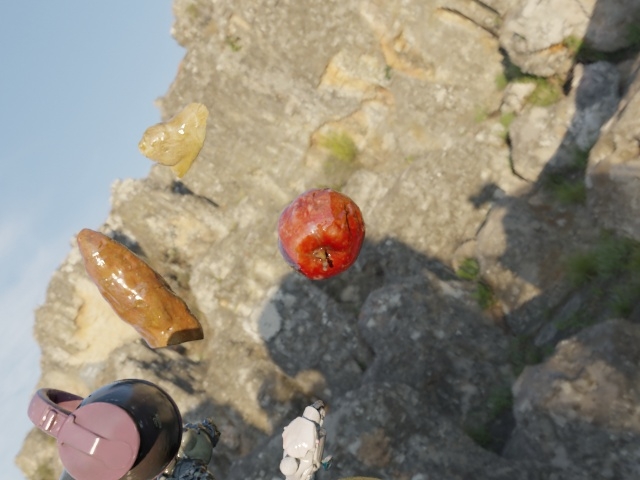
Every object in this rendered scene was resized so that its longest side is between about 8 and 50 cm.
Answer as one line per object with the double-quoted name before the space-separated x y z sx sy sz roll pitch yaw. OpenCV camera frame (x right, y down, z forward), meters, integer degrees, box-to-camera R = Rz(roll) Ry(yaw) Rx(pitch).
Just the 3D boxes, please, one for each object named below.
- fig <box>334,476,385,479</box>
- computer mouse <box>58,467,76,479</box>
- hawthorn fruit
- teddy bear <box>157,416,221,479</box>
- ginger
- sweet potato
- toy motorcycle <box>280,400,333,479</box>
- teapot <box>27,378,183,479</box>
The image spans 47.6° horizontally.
"fig" 0.073 0.681 1.607 0.343 0.343 0.343 -58 1 1
"computer mouse" -0.321 0.322 0.997 0.231 0.071 0.126 -40 16 53
"hawthorn fruit" 0.000 0.000 1.861 0.242 0.242 0.271 -58 15 29
"teddy bear" -0.346 0.554 1.831 0.251 0.171 0.144 -104 -4 -47
"ginger" -0.367 -0.270 1.800 0.123 0.115 0.193 16 -69 -47
"sweet potato" -0.283 0.081 1.118 0.097 0.251 0.097 -37 16 13
"toy motorcycle" -0.048 0.522 1.765 0.171 0.110 0.260 -17 -58 -62
"teapot" -0.221 0.191 0.756 0.116 0.148 0.146 -37 -7 -5
